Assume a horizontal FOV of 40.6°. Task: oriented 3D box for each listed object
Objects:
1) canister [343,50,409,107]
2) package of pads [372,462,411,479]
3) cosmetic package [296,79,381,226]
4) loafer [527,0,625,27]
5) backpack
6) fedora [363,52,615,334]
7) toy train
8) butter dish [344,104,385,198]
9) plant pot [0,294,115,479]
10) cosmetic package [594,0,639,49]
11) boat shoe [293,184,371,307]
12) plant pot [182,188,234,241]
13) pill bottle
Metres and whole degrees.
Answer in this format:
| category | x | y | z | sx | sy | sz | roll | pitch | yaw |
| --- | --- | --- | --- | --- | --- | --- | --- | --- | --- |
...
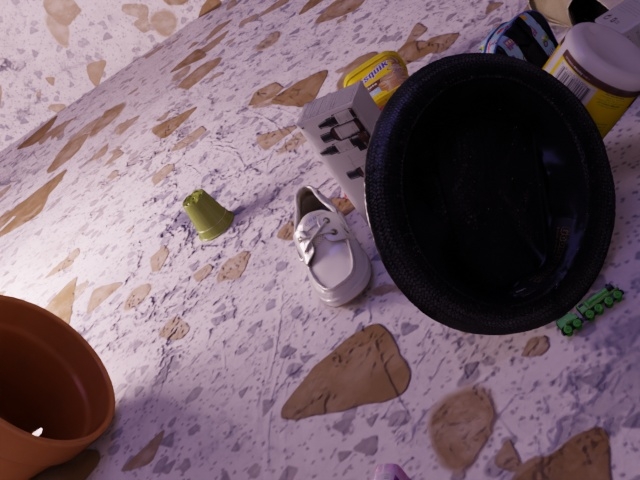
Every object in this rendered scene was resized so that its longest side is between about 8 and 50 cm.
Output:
| category | x | y | z | sx | sy | sz | roll | pitch | yaw |
| --- | --- | --- | --- | --- | --- | --- | --- | --- | --- |
| canister | 0.116 | -0.275 | 1.611 | 0.126 | 0.073 | 0.170 | -32 | 31 | 10 |
| package of pads | 0.071 | 0.278 | 0.893 | 0.032 | 0.050 | 0.083 | -16 | 36 | 33 |
| cosmetic package | 0.072 | -0.107 | 1.247 | 0.099 | 0.239 | 0.060 | -17 | 36 | 32 |
| loafer | 0.426 | -0.385 | 1.404 | 0.092 | 0.102 | 0.268 | -39 | 29 | -15 |
| backpack | 0.288 | -0.243 | 1.276 | 0.158 | 0.173 | 0.117 | -50 | 32 | -20 |
| fedora | 0.188 | -0.049 | 1.050 | 0.334 | 0.334 | 0.152 | -45 | 0 | -13 |
| toy train | 0.299 | 0.076 | 0.962 | 0.083 | 0.017 | 0.024 | -36 | 58 | 2 |
| butter dish | 0.090 | -0.171 | 1.444 | 0.160 | 0.118 | 0.160 | -23 | 31 | 24 |
| plant pot | -0.496 | 0.256 | 1.337 | 0.203 | 0.291 | 0.291 | -46 | 26 | 19 |
| cosmetic package | 0.513 | -0.312 | 1.192 | 0.231 | 0.117 | 0.085 | -32 | 30 | 11 |
| boat shoe | 0.000 | 0.000 | 1.318 | 0.098 | 0.096 | 0.277 | -34 | 30 | 5 |
| plant pot | -0.221 | -0.055 | 1.653 | 0.083 | 0.079 | 0.083 | -27 | 30 | 17 |
| pill bottle | 0.316 | -0.164 | 1.114 | 0.117 | 0.117 | 0.215 | -71 | 8 | -45 |
